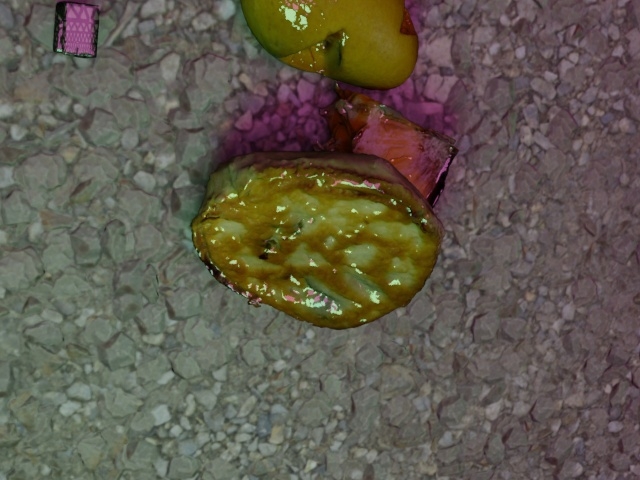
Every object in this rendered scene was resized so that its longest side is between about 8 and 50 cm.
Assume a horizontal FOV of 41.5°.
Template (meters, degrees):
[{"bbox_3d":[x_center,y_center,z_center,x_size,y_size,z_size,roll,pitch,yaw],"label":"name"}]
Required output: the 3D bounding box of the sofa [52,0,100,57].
[{"bbox_3d":[-0.276,-0.236,0.948,0.039,0.118,0.060,1,103,-22],"label":"sofa"}]

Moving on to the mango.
[{"bbox_3d":[0.018,-0.280,1.036,0.262,0.130,0.167,22,102,-28],"label":"mango"}]

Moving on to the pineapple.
[{"bbox_3d":[0.090,-0.102,1.129,0.186,0.114,0.236,-26,121,-12],"label":"pineapple"}]

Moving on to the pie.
[{"bbox_3d":[0.000,0.000,1.061,0.315,0.092,0.315,4,135,4],"label":"pie"}]
